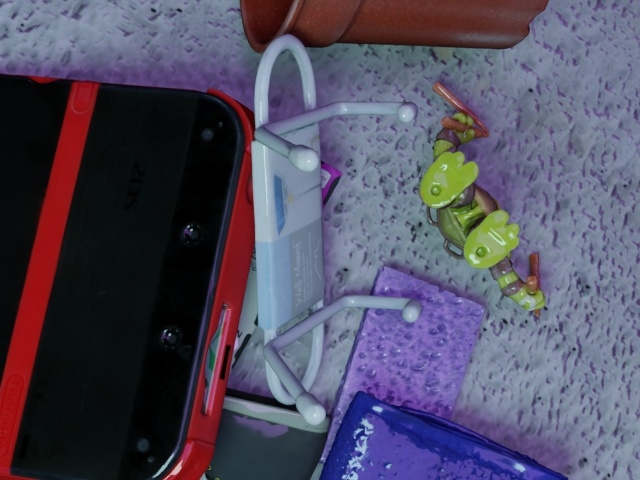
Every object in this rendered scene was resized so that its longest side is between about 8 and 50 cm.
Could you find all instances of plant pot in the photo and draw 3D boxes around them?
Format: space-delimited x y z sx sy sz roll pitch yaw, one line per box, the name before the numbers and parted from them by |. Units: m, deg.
plant pot | 0.082 -0.306 1.224 0.265 0.272 0.272 4 79 -19

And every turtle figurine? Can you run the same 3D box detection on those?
turtle figurine | 0.145 -0.038 1.223 0.087 0.217 0.269 -22 86 11

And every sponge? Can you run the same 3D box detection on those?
sponge | 0.082 0.144 1.249 0.117 0.031 0.210 21 76 -6

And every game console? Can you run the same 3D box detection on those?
game console | -0.235 0.034 1.134 0.342 0.060 0.386 6 76 19

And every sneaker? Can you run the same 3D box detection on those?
sneaker | -0.110 0.199 1.174 0.222 0.083 0.118 13 90 -1

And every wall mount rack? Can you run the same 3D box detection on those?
wall mount rack | 0.000 0.000 1.079 0.130 0.304 0.350 4 105 23

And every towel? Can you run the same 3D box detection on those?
towel | 0.078 0.321 1.181 0.228 0.076 0.308 24 86 -1

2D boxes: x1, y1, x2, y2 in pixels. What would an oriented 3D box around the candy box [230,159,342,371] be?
candy box | -0.104 -0.004 1.216 0.159 0.071 0.233 30 76 -6
